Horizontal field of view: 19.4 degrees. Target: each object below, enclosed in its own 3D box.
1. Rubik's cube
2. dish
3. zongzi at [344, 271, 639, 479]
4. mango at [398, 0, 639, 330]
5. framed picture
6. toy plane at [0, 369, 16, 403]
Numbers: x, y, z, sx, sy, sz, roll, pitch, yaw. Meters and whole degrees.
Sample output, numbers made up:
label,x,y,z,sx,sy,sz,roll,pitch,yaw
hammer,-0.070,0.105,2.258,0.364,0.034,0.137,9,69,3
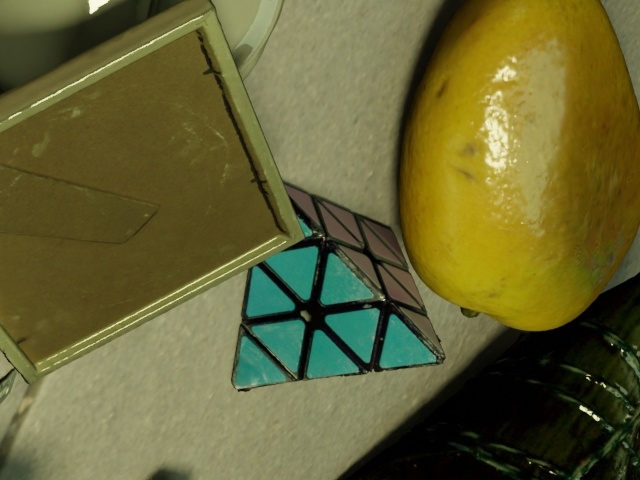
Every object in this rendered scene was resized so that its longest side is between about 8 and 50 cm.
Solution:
label,x,y,z,sx,sy,sz,roll,pitch,yaw
Rubik's cube,0.000,0.000,1.631,0.178,0.211,0.190,62,31,-31
dish,-0.108,-0.181,1.280,0.256,0.117,0.256,-31,138,-33
zongzi,0.254,0.274,1.901,0.383,0.362,0.319,-36,159,-33
mango,0.187,-0.080,1.675,0.253,0.182,0.365,-31,139,-33
framed picture,-0.149,-0.022,1.311,0.247,0.022,0.335,-28,152,-3
toy plane,-0.298,0.157,1.359,0.226,0.058,0.226,-19,136,-59
